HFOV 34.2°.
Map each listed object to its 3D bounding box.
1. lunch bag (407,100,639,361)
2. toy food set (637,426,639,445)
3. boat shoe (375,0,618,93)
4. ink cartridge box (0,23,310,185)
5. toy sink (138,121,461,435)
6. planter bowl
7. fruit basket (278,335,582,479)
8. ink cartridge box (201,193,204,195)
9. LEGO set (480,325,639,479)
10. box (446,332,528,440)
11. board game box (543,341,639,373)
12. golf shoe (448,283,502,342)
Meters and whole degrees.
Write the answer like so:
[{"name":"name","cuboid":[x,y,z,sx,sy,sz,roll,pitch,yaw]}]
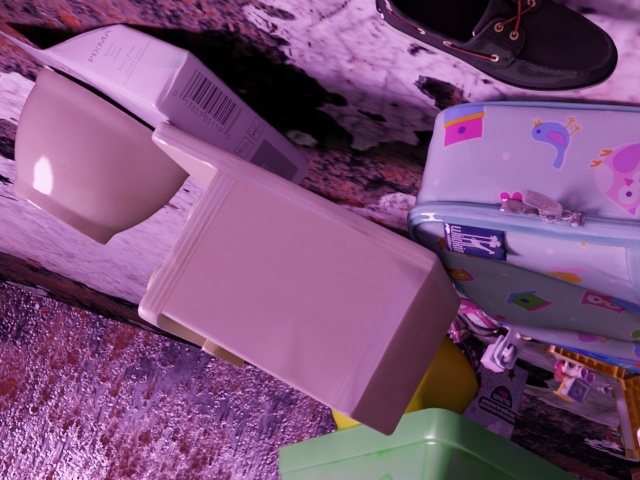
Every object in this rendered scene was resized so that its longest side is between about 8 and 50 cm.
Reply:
[{"name":"lunch bag","cuboid":[0.199,0.005,0.733,0.224,0.107,0.279,11,164,30]},{"name":"toy food set","cuboid":[0.352,0.116,0.777,0.220,0.092,0.306,-18,167,17]},{"name":"boat shoe","cuboid":[0.091,-0.113,0.544,0.133,0.049,0.042,21,175,10]},{"name":"ink cartridge box","cuboid":[-0.138,-0.121,0.866,0.225,0.056,0.181,31,176,37]},{"name":"toy sink","cuboid":[-0.035,0.034,0.765,0.234,0.131,0.153,27,173,18]},{"name":"planter bowl","cuboid":[-0.206,-0.064,0.928,0.162,0.109,0.162,31,176,2]},{"name":"fruit basket","cuboid":[0.119,0.251,1.240,0.283,0.392,0.392,32,163,-21]},{"name":"ink cartridge box","cuboid":[0.000,0.000,1.107,0.223,0.045,0.224,19,168,10]},{"name":"LEGO set","cuboid":[0.315,0.181,1.216,0.287,0.132,0.107,45,167,-8]},{"name":"box","cuboid":[0.158,0.206,1.510,0.247,0.142,0.163,28,163,-36]},{"name":"board game box","cuboid":[0.332,0.099,1.048,0.210,0.047,0.160,18,166,4]},{"name":"golf shoe","cuboid":[0.158,0.045,1.073,0.086,0.067,0.186,-16,153,9]}]
